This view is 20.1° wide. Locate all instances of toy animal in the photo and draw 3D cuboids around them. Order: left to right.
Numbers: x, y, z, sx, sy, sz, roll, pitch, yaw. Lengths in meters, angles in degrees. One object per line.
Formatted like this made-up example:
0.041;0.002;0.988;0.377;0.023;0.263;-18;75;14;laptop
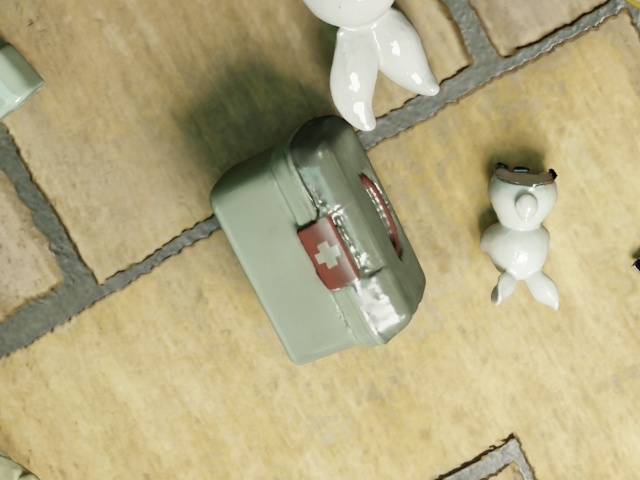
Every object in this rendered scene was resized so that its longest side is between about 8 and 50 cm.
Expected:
0.029;-0.222;1.667;0.104;0.131;0.221;-30;131;-28;toy animal
0.191;-0.005;1.712;0.071;0.085;0.124;1;109;-16;toy animal

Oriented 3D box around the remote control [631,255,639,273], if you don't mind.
0.339;0.045;1.744;0.034;0.016;0.091;-44;98;-5;remote control

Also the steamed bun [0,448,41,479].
-0.336;0.313;1.716;0.206;0.275;0.320;-16;89;-24;steamed bun

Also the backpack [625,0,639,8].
0.325;-0.366;1.550;0.353;0.201;0.378;4;94;0;backpack

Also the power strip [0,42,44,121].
-0.425;-0.046;1.717;0.385;0.091;0.062;-38;97;10;power strip

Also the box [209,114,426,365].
0.000;0.000;1.685;0.129;0.148;0.210;-24;101;19;box
